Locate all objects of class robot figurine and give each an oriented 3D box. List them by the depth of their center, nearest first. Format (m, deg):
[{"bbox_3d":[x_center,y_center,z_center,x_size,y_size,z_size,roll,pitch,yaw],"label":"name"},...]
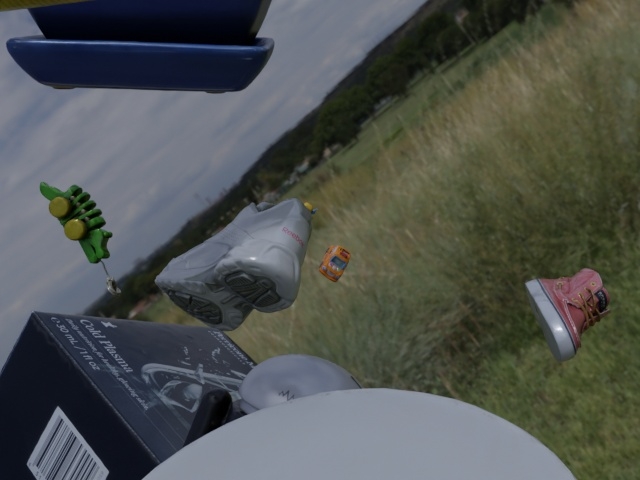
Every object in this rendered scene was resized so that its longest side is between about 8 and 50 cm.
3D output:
[{"bbox_3d":[-0.042,0.272,0.937,0.174,0.209,0.278,17,88,64],"label":"robot figurine"}]

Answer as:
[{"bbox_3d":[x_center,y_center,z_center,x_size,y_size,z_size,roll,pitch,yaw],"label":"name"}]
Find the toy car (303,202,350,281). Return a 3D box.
[{"bbox_3d":[0.000,0.000,1.164,0.040,0.122,0.060,-42,-1,44],"label":"toy car"}]

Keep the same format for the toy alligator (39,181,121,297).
[{"bbox_3d":[-0.307,-0.013,1.067,0.051,0.189,0.056,-37,-7,3],"label":"toy alligator"}]

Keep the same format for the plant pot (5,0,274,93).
[{"bbox_3d":[-0.140,-0.241,0.684,0.236,0.212,0.236,1,15,-2],"label":"plant pot"}]

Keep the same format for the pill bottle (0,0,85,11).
[{"bbox_3d":[-0.156,-0.173,0.408,0.184,0.103,0.103,-7,5,-1],"label":"pill bottle"}]

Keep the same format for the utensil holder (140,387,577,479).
[{"bbox_3d":[0.039,0.335,0.494,0.328,0.385,0.327,-13,25,6],"label":"utensil holder"}]

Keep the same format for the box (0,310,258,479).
[{"bbox_3d":[-0.265,0.383,1.410,0.472,0.480,0.297,16,-74,-54],"label":"box"}]

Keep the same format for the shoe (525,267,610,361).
[{"bbox_3d":[0.280,0.075,0.875,0.081,0.063,0.178,-17,11,10],"label":"shoe"}]

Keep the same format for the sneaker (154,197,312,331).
[{"bbox_3d":[-0.078,0.019,0.790,0.232,0.090,0.115,-14,39,50],"label":"sneaker"}]
